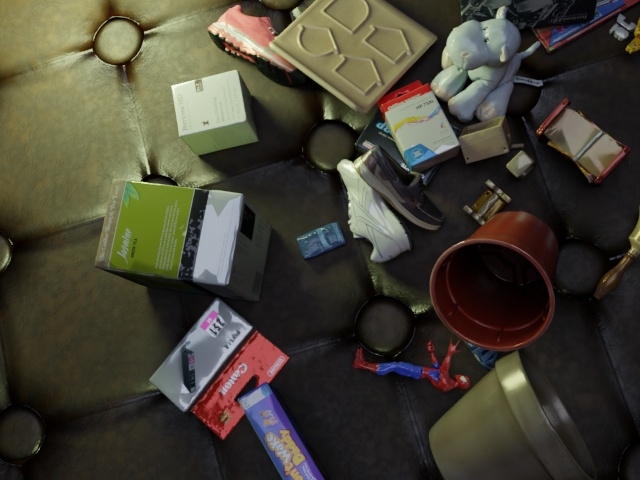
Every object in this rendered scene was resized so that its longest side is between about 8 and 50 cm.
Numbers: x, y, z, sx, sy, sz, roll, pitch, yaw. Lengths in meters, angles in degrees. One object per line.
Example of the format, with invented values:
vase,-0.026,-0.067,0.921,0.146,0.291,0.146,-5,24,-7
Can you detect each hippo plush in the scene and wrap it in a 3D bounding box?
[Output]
hippo plush,0.423,-0.432,1.904,0.294,0.236,0.234,-2,77,7

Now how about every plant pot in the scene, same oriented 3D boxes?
plant pot,0.421,0.070,1.746,0.272,0.265,0.272,12,118,23
plant pot,0.408,0.443,1.706,0.280,0.323,0.323,-32,75,17

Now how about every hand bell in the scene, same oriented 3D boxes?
hand bell,0.747,0.046,1.844,0.126,0.126,0.242,40,99,14

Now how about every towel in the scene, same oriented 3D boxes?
towel,0.000,0.000,1.974,0.119,0.029,0.067,-22,75,3

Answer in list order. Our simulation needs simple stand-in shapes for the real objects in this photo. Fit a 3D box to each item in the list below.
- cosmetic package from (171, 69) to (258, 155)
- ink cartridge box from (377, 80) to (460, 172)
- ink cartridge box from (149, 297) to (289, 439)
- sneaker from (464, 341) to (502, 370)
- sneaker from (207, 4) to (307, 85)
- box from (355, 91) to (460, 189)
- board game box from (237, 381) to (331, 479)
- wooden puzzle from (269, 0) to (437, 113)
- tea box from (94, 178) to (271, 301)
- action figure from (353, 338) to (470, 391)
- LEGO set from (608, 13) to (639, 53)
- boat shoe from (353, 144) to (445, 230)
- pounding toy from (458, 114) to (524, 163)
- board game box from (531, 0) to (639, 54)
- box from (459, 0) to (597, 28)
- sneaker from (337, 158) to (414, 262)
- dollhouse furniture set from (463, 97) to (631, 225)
cosmetic package,-0.277,-0.336,2.020,0.183,0.151,0.151,-13,75,5
ink cartridge box,0.243,-0.300,1.928,0.134,0.078,0.231,-25,75,1
ink cartridge box,-0.255,0.324,1.924,0.239,0.060,0.275,38,85,15
sneaker,0.392,0.262,1.850,0.053,0.059,0.144,-43,77,-5
sneaker,-0.153,-0.541,2.069,0.313,0.116,0.136,33,81,12
box,0.228,-0.262,1.989,0.220,0.051,0.175,32,83,12
board game box,-0.058,0.504,1.766,0.078,0.233,0.347,-31,75,-5
wooden puzzle,0.087,-0.517,2.029,0.322,0.080,0.348,39,68,12
tea box,-0.320,0.009,1.861,0.323,0.329,0.220,8,79,10
action figure,0.233,0.282,1.849,0.280,0.091,0.139,15,89,11
LEGO set,0.831,-0.492,1.941,0.227,0.087,0.093,43,86,15
boat shoe,0.212,-0.130,1.876,0.285,0.103,0.092,36,120,-19
pounding toy,0.433,-0.249,1.922,0.130,0.141,0.100,-14,106,23
board game box,0.691,-0.622,2.019,0.281,0.027,0.145,-30,74,1
box,0.511,-0.689,1.888,0.343,0.312,0.179,-4,69,12
sneaker,0.116,-0.076,1.940,0.129,0.111,0.297,-34,73,9
dollhouse furniture set,0.562,-0.147,1.893,0.201,0.152,0.374,44,104,13
